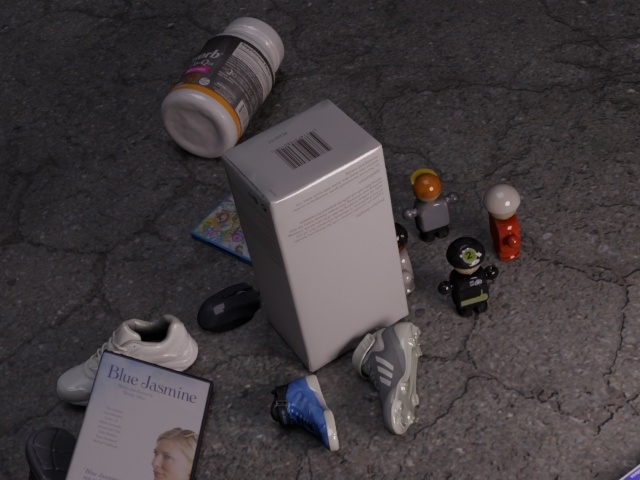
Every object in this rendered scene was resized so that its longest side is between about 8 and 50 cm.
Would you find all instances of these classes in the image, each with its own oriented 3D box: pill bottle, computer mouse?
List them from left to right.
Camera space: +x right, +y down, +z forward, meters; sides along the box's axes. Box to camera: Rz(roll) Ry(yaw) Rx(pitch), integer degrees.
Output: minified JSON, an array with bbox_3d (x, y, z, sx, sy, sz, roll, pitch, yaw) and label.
[{"bbox_3d":[-0.184,-0.305,2.256,0.162,0.162,0.278,9,48,23],"label":"pill bottle"},{"bbox_3d":[-0.103,0.075,1.933,0.242,0.041,0.071,-34,46,-21],"label":"computer mouse"}]

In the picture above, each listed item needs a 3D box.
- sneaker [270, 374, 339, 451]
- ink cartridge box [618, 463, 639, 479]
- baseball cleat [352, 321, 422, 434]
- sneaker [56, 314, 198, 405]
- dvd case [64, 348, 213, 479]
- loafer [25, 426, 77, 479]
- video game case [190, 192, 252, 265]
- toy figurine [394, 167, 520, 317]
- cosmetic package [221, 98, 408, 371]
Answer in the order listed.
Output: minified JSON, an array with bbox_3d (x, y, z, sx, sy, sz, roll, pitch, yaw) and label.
[{"bbox_3d":[-0.028,0.264,1.705,0.084,0.058,0.152,-15,39,-9],"label":"sneaker"},{"bbox_3d":[0.450,0.383,1.470,0.206,0.045,0.208,-31,45,-17],"label":"ink cartridge box"},{"bbox_3d":[0.097,0.212,1.734,0.109,0.072,0.206,-11,37,23],"label":"baseball cleat"},{"bbox_3d":[-0.317,0.177,1.828,0.232,0.115,0.090,-24,44,-11],"label":"sneaker"},{"bbox_3d":[-0.264,0.288,1.706,0.180,0.022,0.253,17,46,-10],"label":"dvd case"},{"bbox_3d":[-0.354,0.404,1.644,0.109,0.095,0.302,-1,40,-31],"label":"loafer"},{"bbox_3d":[-0.135,-0.020,2.057,0.166,0.015,0.119,24,55,33],"label":"video game case"},{"bbox_3d":[0.207,-0.005,1.857,0.209,0.148,0.213,18,52,29],"label":"toy figurine"},{"bbox_3d":[0.000,0.000,1.747,0.197,0.366,0.155,-28,47,-18],"label":"cosmetic package"}]
